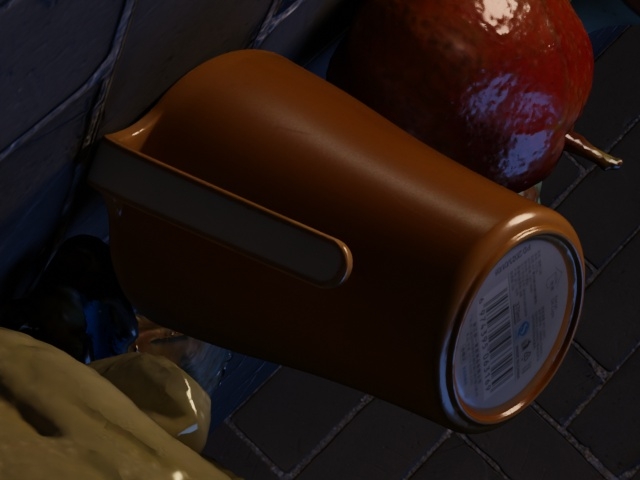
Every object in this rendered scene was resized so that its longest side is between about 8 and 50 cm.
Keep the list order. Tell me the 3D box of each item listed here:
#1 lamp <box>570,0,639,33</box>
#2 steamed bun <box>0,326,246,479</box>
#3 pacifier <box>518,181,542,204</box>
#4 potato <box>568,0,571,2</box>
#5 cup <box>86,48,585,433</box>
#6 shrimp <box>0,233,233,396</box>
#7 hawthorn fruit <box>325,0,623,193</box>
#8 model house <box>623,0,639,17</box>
[{"bbox_3d":[0.319,-0.272,1.866,0.314,0.182,0.182,-46,175,32],"label":"lamp"},{"bbox_3d":[-0.204,0.177,0.920,0.325,0.230,0.372,7,143,-34],"label":"steamed bun"},{"bbox_3d":[0.070,-0.015,1.671,0.269,0.288,0.343,-10,-149,37],"label":"pacifier"},{"bbox_3d":[0.197,-0.236,1.705,0.170,0.080,0.107,-51,174,-1],"label":"potato"},{"bbox_3d":[0.000,0.000,1.025,0.226,0.264,0.182,14,98,-51],"label":"cup"},{"bbox_3d":[-0.154,0.105,1.281,0.221,0.110,0.445,-28,167,-12],"label":"shrimp"},{"bbox_3d":[0.121,-0.114,1.290,0.196,0.225,0.196,-55,-176,5],"label":"hawthorn fruit"},{"bbox_3d":[0.244,-0.255,1.382,0.166,0.183,0.172,-41,170,-34],"label":"model house"}]
